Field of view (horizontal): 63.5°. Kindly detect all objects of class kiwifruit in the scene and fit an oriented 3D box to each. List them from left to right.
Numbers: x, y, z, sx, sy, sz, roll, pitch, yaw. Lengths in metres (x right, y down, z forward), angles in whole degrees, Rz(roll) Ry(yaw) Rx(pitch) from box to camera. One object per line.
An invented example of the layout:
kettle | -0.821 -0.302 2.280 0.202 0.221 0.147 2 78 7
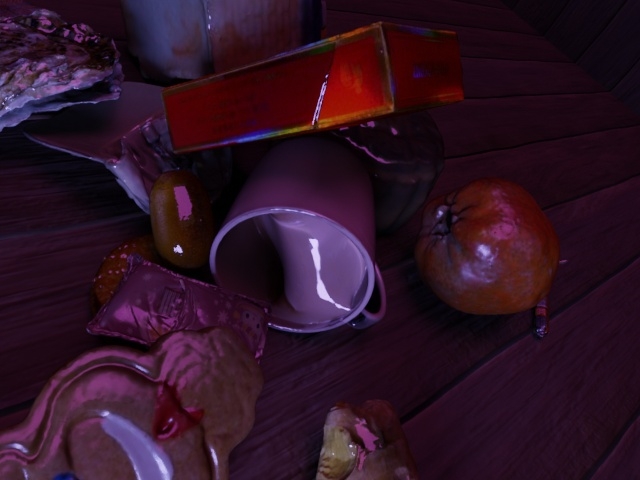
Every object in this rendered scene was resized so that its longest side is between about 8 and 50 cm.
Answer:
kiwifruit | -0.163 -0.022 0.612 0.075 0.075 0.125 -1 82 -33

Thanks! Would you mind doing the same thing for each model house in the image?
model house | -0.138 -0.385 0.844 0.280 0.245 0.312 -25 36 -36

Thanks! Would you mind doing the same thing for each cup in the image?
cup | 0.000 0.000 0.681 0.253 0.191 0.200 43 33 -22

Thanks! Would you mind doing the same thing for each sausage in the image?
sausage | 0.397 0.104 0.935 0.028 0.025 0.198 18 40 6

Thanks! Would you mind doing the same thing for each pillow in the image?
pillow | -0.142 0.086 0.559 0.184 0.043 0.118 27 41 -19

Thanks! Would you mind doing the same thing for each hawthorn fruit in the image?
hawthorn fruit | 0.280 0.023 0.808 0.262 0.210 0.211 20 42 -24

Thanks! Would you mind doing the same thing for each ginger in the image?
ginger | 0.099 0.292 0.530 0.295 0.086 0.131 51 34 8

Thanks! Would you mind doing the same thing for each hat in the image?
hat | -0.253 -0.122 0.721 0.244 0.149 0.214 8 39 28

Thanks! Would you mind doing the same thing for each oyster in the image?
oyster | -0.390 -0.204 0.663 0.267 0.112 0.199 -12 50 -19

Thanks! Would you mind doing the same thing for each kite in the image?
kite | -0.550 -0.404 0.846 0.229 0.016 0.127 34 38 -4

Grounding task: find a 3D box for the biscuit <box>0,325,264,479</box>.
biscuit | -0.182 0.183 0.435 0.319 0.047 0.184 -9 77 -35

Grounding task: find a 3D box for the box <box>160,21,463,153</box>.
box | -0.011 -0.175 0.628 0.197 0.313 0.089 -24 107 -52

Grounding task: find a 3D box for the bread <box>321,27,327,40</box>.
bread | -0.083 -0.448 1.112 0.199 0.104 0.199 17 42 -15

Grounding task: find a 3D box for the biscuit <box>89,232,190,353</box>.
biscuit | -0.194 0.075 0.590 0.125 0.025 0.206 -6 53 -37

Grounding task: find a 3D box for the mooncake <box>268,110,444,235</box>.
mooncake | 0.064 -0.154 0.874 0.290 0.161 0.291 16 44 -16
